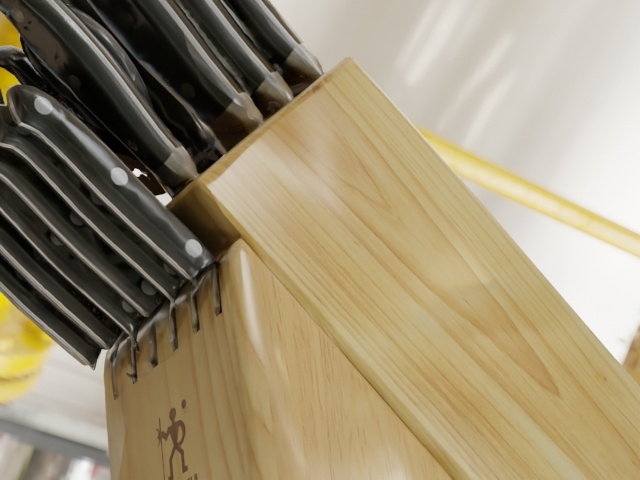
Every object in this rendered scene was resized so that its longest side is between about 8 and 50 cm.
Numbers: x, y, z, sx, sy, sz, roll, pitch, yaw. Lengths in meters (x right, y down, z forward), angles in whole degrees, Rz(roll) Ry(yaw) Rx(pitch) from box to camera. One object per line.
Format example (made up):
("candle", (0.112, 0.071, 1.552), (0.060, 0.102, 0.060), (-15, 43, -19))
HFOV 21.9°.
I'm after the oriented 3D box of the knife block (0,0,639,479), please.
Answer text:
("knife block", (0.000, 0.000, 0.572), (0.088, 0.276, 0.242), (-37, -129, 46))
